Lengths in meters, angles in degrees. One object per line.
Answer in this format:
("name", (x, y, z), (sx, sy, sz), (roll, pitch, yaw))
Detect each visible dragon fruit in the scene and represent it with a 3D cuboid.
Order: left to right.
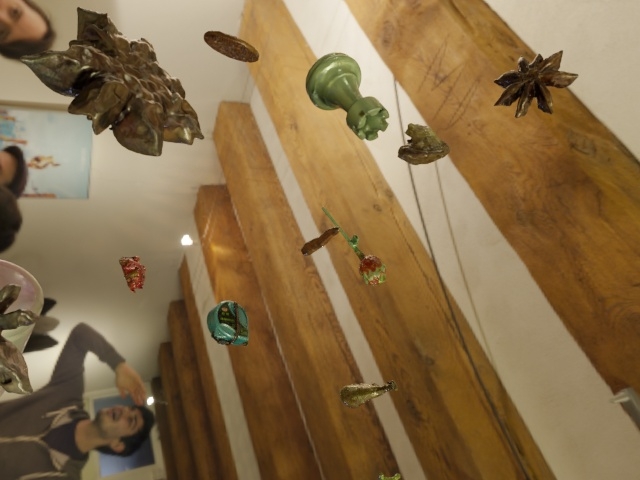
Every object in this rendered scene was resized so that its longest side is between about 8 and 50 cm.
("dragon fruit", (-0.574, 0.100, 1.655), (0.126, 0.067, 0.112), (25, -47, 67))

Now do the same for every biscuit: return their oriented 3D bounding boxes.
("biscuit", (-0.286, -0.617, 1.719), (0.187, 0.187, 0.027), (17, -90, 60))

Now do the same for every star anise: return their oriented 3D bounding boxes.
("star anise", (-0.529, 0.145, 0.793), (0.258, 0.198, 0.111), (55, -8, 15))
("star anise", (-0.338, -0.269, 0.899), (0.108, 0.315, 0.316), (-32, -118, 29))
("star anise", (0.426, -0.316, 1.075), (0.167, 0.057, 0.168), (-22, -127, 31))

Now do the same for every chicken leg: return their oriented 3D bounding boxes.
("chicken leg", (0.145, 0.453, 1.603), (0.178, 0.093, 0.070), (-22, -107, 19))

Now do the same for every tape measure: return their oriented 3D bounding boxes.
("tape measure", (-0.284, 0.253, 1.649), (0.081, 0.125, 0.146), (-35, -131, 38))

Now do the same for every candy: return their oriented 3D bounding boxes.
("candy", (0.094, 0.012, 1.589), (0.288, 0.078, 0.084), (52, 1, 11))

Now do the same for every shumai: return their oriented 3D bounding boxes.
("shumai", (0.299, -0.267, 1.523), (0.139, 0.123, 0.105), (19, -91, 23))

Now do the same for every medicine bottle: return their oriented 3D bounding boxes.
("medicine bottle", (-0.781, 0.218, 1.214), (0.325, 0.211, 0.212), (-52, -133, 30))

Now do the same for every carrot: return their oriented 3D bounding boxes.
("carrot", (0.001, 0.002, 1.440), (0.165, 0.035, 0.036), (-32, -115, 45))

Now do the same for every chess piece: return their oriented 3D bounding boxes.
("chess piece", (0.094, -0.445, 1.691), (0.299, 0.194, 0.195), (56, -41, 37))

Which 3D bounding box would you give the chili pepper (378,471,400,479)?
("chili pepper", (0.161, 0.561, 1.270), (0.017, 0.083, 0.031), (27, -85, 48))
